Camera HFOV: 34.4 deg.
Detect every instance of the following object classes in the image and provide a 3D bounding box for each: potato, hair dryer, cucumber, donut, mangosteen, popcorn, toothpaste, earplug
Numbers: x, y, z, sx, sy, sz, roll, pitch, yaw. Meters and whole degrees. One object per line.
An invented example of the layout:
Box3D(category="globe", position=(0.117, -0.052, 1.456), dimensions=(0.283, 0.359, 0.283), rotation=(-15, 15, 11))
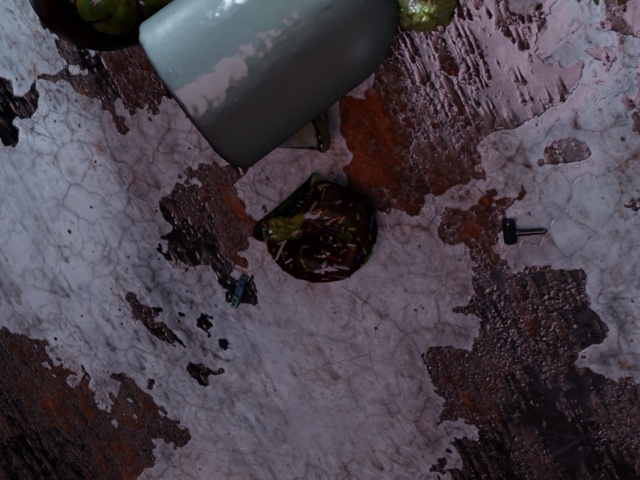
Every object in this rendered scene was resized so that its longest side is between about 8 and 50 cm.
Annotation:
Box3D(category="potato", position=(-0.073, -0.234, 1.999), dimensions=(0.261, 0.100, 0.120), rotation=(7, 105, 37))
Box3D(category="hair dryer", position=(0.387, -0.017, 1.955), dimensions=(0.083, 0.026, 0.047), rotation=(-2, 116, 19))
Box3D(category="cucumber", position=(-0.068, -0.057, 2.106), dimensions=(0.214, 0.052, 0.058), rotation=(-37, 69, 34))
Box3D(category="donut", position=(0.001, -0.001, 2.046), dimensions=(0.230, 0.096, 0.216), rotation=(-25, 124, 21))
Box3D(category="mangosteen", position=(-0.390, -0.488, 1.852), dimensions=(0.300, 0.300, 0.300), rotation=(10, 119, 18))
Box3D(category="popcorn", position=(0.186, -0.414, 1.793), dimensions=(0.109, 0.089, 0.097), rotation=(-33, 81, 27))
Box3D(category="toothpaste", position=(-0.177, 0.111, 2.257), dimensions=(0.017, 0.020, 0.083), rotation=(23, 123, 5))
Box3D(category="earplug", position=(-0.064, -0.352, 1.768), dimensions=(0.394, 0.312, 0.313), rotation=(-34, 101, 11))
